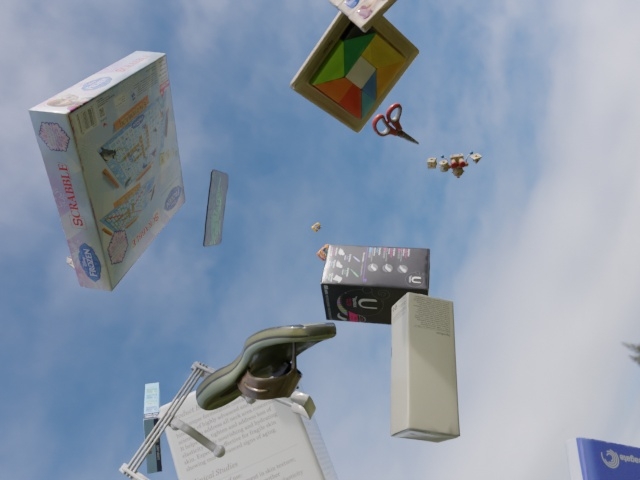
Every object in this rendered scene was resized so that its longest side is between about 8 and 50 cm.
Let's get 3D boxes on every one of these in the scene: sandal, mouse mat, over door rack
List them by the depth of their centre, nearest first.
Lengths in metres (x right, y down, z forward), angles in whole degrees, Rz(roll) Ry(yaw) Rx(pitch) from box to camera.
[{"bbox_3d":[-0.074,0.197,0.771,0.120,0.086,0.303,2,-35,-42],"label":"sandal"},{"bbox_3d":[-0.171,0.355,0.903,0.108,0.324,0.240,54,-125,-34],"label":"over door rack"},{"bbox_3d":[-0.262,-0.080,1.331,0.152,0.007,0.190,-27,-55,-84],"label":"mouse mat"}]

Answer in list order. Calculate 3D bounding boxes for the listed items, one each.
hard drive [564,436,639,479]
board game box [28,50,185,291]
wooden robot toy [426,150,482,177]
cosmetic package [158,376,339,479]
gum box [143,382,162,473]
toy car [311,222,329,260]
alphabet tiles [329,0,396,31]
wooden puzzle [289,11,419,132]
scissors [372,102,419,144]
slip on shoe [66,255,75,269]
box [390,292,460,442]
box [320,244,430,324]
[{"bbox_3d":[0.409,0.414,0.618,0.040,0.210,0.319,120,160,-55],"label":"hard drive"},{"bbox_3d":[-0.347,-0.132,0.935,0.319,0.065,0.318,-70,-15,-55],"label":"board game box"},{"bbox_3d":[0.434,-0.232,1.705,0.076,0.173,0.079,-75,-25,-54],"label":"wooden robot toy"},{"bbox_3d":[-0.163,0.564,1.381,0.329,0.394,0.327,-23,-22,-2],"label":"cosmetic package"},{"bbox_3d":[-0.447,0.496,1.412,0.041,0.184,0.157,-3,-75,-17],"label":"gum box"},{"bbox_3d":[0.000,0.000,1.596,0.060,0.122,0.040,-17,-21,-43],"label":"toy car"},{"bbox_3d":[0.124,-0.369,0.599,0.285,0.343,0.011,-41,-57,15],"label":"alphabet tiles"},{"bbox_3d":[0.080,-0.353,1.094,0.238,0.044,0.221,21,-67,-45],"label":"wooden puzzle"},{"bbox_3d":[0.241,-0.338,1.675,0.109,0.021,0.297,-44,-27,6],"label":"scissors"},{"bbox_3d":[-0.473,0.056,1.063,0.051,0.135,0.041,-9,-77,-44],"label":"slip on shoe"},{"bbox_3d":[0.206,0.252,1.061,0.094,0.113,0.275,122,158,-58],"label":"box"},{"bbox_3d":[0.148,0.118,1.386,0.165,0.270,0.143,80,-163,-46],"label":"box"}]
